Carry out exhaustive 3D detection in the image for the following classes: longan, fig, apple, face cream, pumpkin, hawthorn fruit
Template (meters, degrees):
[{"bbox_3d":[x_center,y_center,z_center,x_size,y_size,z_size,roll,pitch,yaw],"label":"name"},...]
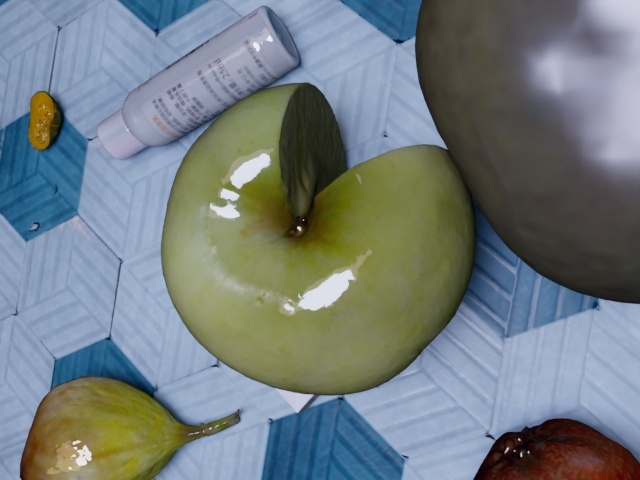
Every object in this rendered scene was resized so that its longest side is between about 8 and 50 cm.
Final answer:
[{"bbox_3d":[0.247,-0.126,0.478,0.361,0.361,0.360,-1,88,20],"label":"longan"},{"bbox_3d":[-0.222,0.234,0.754,0.257,0.159,0.159,-11,84,0],"label":"fig"},{"bbox_3d":[0.000,0.000,0.596,0.292,0.254,0.291,-3,75,12],"label":"apple"},{"bbox_3d":[-0.157,-0.181,0.762,0.269,0.082,0.081,-26,79,17],"label":"face cream"},{"bbox_3d":[-0.382,-0.166,0.873,0.050,0.028,0.083,27,106,21],"label":"pumpkin"},{"bbox_3d":[0.226,0.261,0.561,0.169,0.169,0.188,-34,81,16],"label":"hawthorn fruit"}]

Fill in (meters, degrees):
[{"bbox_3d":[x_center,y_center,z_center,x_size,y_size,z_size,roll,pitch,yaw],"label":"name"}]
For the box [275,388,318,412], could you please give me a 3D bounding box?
[{"bbox_3d":[-0.048,0.115,0.731,0.154,0.040,0.084,43,100,16],"label":"box"}]
